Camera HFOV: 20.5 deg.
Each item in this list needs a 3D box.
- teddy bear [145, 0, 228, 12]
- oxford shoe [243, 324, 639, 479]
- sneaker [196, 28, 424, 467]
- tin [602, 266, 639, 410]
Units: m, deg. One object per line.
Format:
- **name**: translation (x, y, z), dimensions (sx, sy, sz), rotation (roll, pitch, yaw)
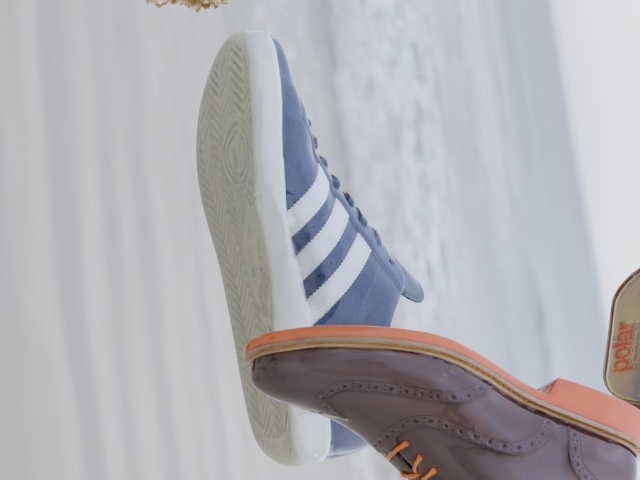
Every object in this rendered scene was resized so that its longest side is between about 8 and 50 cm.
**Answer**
- **teddy bear**: translation (0.003, -0.253, 0.951), dimensions (0.113, 0.245, 0.338), rotation (34, 32, -24)
- **oxford shoe**: translation (0.078, 0.123, 1.114), dimensions (0.097, 0.271, 0.098), rotation (123, -18, -67)
- **sneaker**: translation (0.000, 0.000, 1.426), dimensions (0.131, 0.148, 0.350), rotation (-7, -88, 65)
- **tin**: translation (0.284, 0.077, 1.417), dimensions (0.040, 0.106, 0.189), rotation (64, 27, -29)
